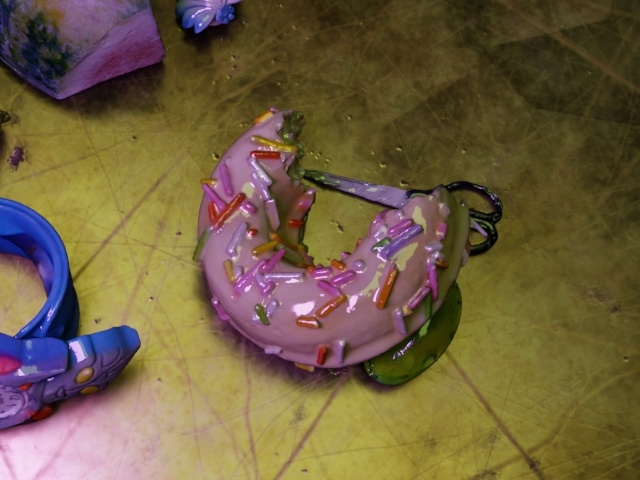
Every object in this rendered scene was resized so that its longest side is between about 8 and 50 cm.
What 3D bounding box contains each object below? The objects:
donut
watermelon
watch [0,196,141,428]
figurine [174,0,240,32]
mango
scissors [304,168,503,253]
[{"bbox_3d":[-0.010,0.002,1.589,0.371,0.150,0.307,31,83,23],"label":"donut"},{"bbox_3d":[-0.334,-0.327,1.683,0.310,0.232,0.193,-29,77,31],"label":"watermelon"},{"bbox_3d":[-0.392,0.079,1.533,0.305,0.241,0.274,-9,60,-13],"label":"watch"},{"bbox_3d":[-0.168,-0.352,1.770,0.114,0.079,0.114,-15,50,19],"label":"figurine"},{"bbox_3d":[0.122,0.115,1.646,0.119,0.100,0.178,20,77,36],"label":"mango"},{"bbox_3d":[0.113,-0.061,1.737,0.300,0.022,0.109,16,68,-2],"label":"scissors"}]
